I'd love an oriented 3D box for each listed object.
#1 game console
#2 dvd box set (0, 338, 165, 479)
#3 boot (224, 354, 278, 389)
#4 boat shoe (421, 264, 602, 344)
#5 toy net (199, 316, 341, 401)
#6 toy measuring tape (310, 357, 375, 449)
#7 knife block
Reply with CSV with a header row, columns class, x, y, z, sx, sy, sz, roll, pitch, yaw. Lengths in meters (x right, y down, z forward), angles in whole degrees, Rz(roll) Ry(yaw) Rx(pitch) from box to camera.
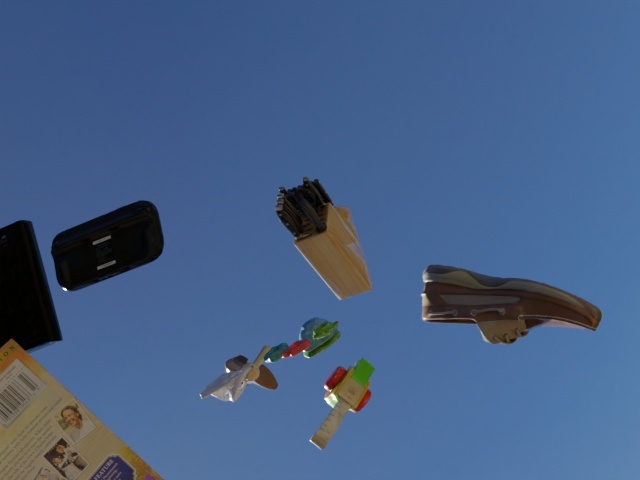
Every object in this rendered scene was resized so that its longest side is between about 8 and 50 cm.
class,x,y,z,sx,sy,sz,roll,pitch,yaw
game console,-0.414,0.050,1.420,0.044,0.361,0.213,15,-124,-72
dvd box set,-0.428,0.401,1.311,0.420,0.062,0.307,45,-124,-9
boot,-0.149,0.286,1.823,0.042,0.118,0.087,-46,-6,-37
boat shoe,0.316,0.123,1.480,0.123,0.324,0.116,22,-100,-51
toy net,-0.071,0.189,1.307,0.232,0.122,0.045,-32,-80,-6
toy measuring tape,0.040,0.401,2.100,0.330,0.121,0.121,-50,-43,-50
knife block,0.000,0.000,1.912,0.242,0.088,0.275,-8,-100,-65
